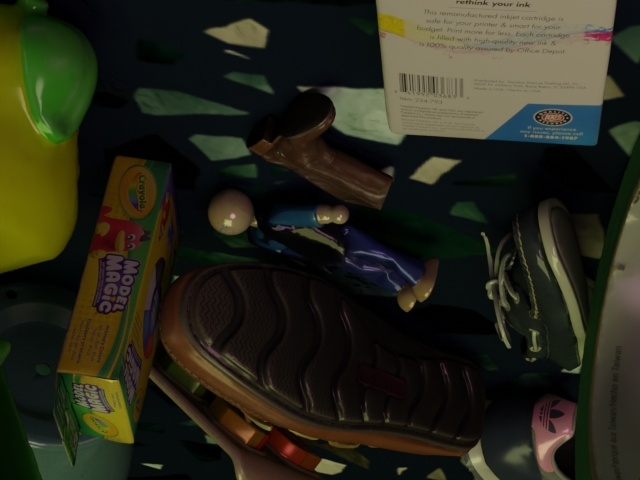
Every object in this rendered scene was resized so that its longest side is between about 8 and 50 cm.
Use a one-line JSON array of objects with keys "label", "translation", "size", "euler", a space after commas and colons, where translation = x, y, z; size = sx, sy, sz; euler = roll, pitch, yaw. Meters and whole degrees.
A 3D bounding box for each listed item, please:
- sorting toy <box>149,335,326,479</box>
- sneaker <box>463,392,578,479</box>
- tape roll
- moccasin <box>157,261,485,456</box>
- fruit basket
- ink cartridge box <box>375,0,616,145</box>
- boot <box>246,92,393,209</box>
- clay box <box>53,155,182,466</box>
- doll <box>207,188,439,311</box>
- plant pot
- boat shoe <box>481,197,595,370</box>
[{"label": "sorting toy", "translation": [-0.080, 0.163, 1.313], "size": [0.208, 0.038, 0.193], "euler": [44, -176, 33]}, {"label": "sneaker", "translation": [0.283, 0.248, 1.416], "size": [0.131, 0.112, 0.319], "euler": [-16, 143, 42]}, {"label": "tape roll", "translation": [0.235, 0.059, 0.882], "size": [0.077, 0.321, 0.321], "euler": [10, 151, 1]}, {"label": "moccasin", "translation": [-0.006, 0.109, 1.236], "size": [0.147, 0.139, 0.380], "euler": [-8, 164, 38]}, {"label": "fruit basket", "translation": [-0.279, 0.010, 0.993], "size": [0.392, 0.392, 0.283], "euler": [-6, 138, 26]}, {"label": "ink cartridge box", "translation": [0.101, -0.151, 0.800], "size": [0.134, 0.078, 0.231], "euler": [4, 150, 8]}, {"label": "boot", "translation": [0.017, -0.061, 1.027], "size": [0.114, 0.037, 0.106], "euler": [30, 158, -26]}, {"label": "clay box", "translation": [-0.158, 0.060, 1.106], "size": [0.053, 0.222, 0.127], "euler": [7, 151, 3]}, {"label": "doll", "translation": [0.000, 0.000, 1.131], "size": [0.189, 0.046, 0.129], "euler": [21, 160, -10]}, {"label": "plant pot", "translation": [-0.296, 0.185, 1.351], "size": [0.271, 0.272, 0.255], "euler": [19, 136, -16]}, {"label": "boat shoe", "translation": [0.173, 0.040, 1.105], "size": [0.079, 0.095, 0.254], "euler": [-5, 160, 16]}]
